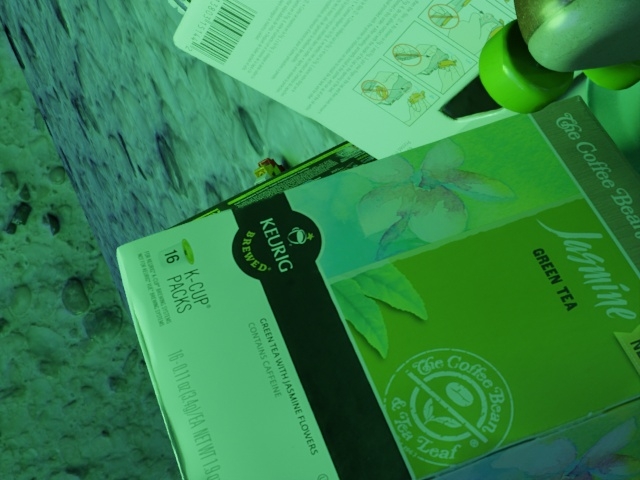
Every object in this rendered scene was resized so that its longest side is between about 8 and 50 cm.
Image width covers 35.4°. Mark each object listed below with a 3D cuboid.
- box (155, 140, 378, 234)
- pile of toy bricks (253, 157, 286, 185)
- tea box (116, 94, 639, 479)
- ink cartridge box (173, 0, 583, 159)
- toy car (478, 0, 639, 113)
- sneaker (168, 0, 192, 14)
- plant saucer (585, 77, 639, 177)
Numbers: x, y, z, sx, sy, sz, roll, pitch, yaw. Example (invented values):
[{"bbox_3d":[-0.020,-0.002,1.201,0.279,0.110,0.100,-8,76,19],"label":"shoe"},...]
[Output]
[{"bbox_3d":[0.000,0.000,0.925,0.216,0.270,0.060,29,141,52],"label":"box"},{"bbox_3d":[-0.046,-0.001,1.293,0.212,0.118,0.105,56,-160,-18],"label":"pile of toy bricks"},{"bbox_3d":[0.072,0.123,0.699,0.329,0.324,0.220,81,166,-54],"label":"tea box"},{"bbox_3d":[0.052,-0.177,0.752,0.261,0.066,0.296,29,151,-12],"label":"ink cartridge box"},{"bbox_3d":[0.146,-0.191,0.545,0.155,0.149,0.188,-39,71,59],"label":"toy car"},{"bbox_3d":[-0.162,-0.332,1.156,0.166,0.065,0.076,58,155,1],"label":"sneaker"},{"bbox_3d":[0.225,-0.079,0.657,0.119,0.021,0.119,48,155,31],"label":"plant saucer"}]
